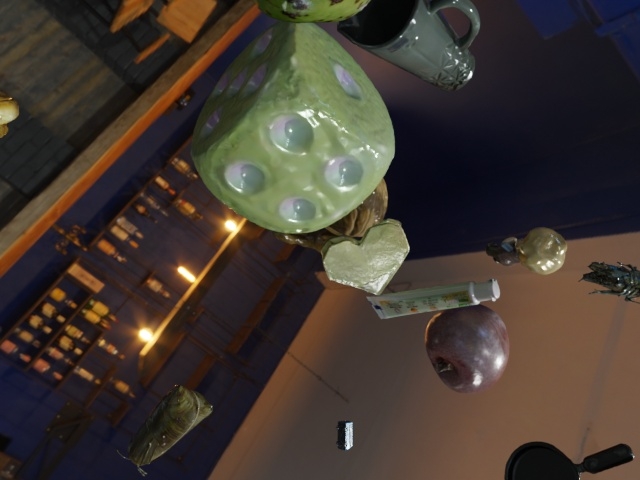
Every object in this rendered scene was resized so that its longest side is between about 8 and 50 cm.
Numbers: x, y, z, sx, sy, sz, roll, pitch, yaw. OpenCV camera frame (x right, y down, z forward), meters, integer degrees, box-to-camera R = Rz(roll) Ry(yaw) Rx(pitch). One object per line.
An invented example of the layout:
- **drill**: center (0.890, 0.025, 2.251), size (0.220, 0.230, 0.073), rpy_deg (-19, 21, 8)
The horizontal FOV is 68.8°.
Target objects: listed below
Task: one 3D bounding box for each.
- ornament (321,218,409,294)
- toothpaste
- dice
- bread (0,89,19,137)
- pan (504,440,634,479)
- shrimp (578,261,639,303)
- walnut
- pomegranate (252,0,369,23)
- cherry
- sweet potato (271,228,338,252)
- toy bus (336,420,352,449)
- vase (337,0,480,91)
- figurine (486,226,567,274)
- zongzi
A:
- **ornament**: center (0.115, 0.053, 1.092), size (0.201, 0.180, 0.059), rpy_deg (-20, -158, 7)
- **toothpaste**: center (0.250, 0.137, 1.073), size (0.314, 0.056, 0.058), rpy_deg (-15, -105, 39)
- **dice**: center (-0.042, -0.183, 0.779), size (0.250, 0.252, 0.254), rpy_deg (-32, -140, 32)
- **bread**: center (-0.804, -0.292, 1.031), size (0.198, 0.236, 0.120), rpy_deg (-36, 143, -56)
- **pan**: center (0.428, 0.404, 0.807), size (0.235, 0.028, 0.136), rpy_deg (-42, -142, 32)
- **shrimp**: center (0.614, 0.093, 0.928), size (0.076, 0.174, 0.082), rpy_deg (-14, 122, -56)
- **walnut**: center (0.077, -0.114, 1.207), size (0.213, 0.213, 0.213), rpy_deg (-42, -161, 18)
- **pomegranate**: center (0.009, -0.339, 0.473), size (0.248, 0.214, 0.214), rpy_deg (3, -130, 41)
- **cherry**: center (0.441, 0.311, 1.390), size (0.221, 0.261, 0.307), rpy_deg (-14, -165, 48)
- **sweet potato**: center (-0.002, -0.001, 1.303), size (0.075, 0.269, 0.075), rpy_deg (-169, -90, -86)
- **toy bus**: center (0.077, 0.614, 1.474), size (0.038, 0.046, 0.083), rpy_deg (-10, -106, 44)
- **vase**: center (0.218, -0.417, 0.971), size (0.251, 0.301, 0.156), rpy_deg (-2, -101, 44)
- **figurine**: center (0.498, 0.026, 1.133), size (0.108, 0.114, 0.196), rpy_deg (-51, -164, -14)
- **zongzi**: center (-0.317, 0.360, 0.906), size (0.187, 0.084, 0.184), rpy_deg (-42, 160, -17)
